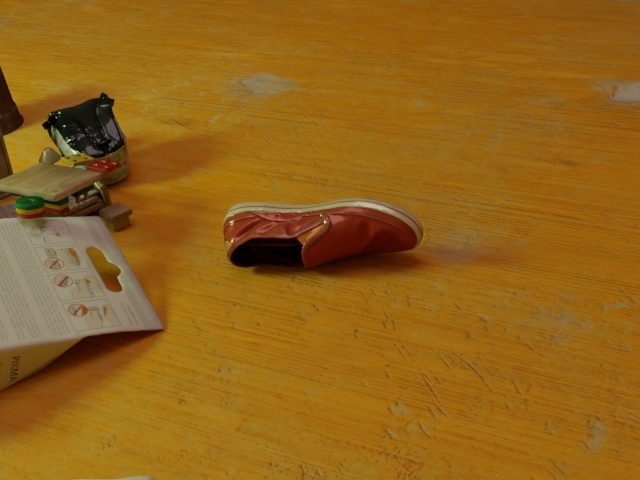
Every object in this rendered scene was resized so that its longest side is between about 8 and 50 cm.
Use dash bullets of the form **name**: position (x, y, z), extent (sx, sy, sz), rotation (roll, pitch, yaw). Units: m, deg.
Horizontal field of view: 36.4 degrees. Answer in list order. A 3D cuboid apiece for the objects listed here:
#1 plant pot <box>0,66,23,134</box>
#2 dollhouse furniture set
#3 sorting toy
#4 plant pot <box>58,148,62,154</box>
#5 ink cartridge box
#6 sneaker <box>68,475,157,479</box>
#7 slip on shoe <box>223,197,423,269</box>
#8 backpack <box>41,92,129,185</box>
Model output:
- **plant pot**: position (-0.781, -0.335, 2.227), extent (0.167, 0.165, 0.167), rotation (-4, 30, 2)
- **dollhouse furniture set**: position (-0.573, -0.101, 1.775), extent (0.303, 0.174, 0.355), rotation (-28, 36, -32)
- **sorting toy**: position (-0.467, -0.091, 1.698), extent (0.132, 0.046, 0.274), rotation (11, 25, 20)
- **plant pot**: position (-0.508, -0.207, 2.052), extent (0.083, 0.083, 0.079), rotation (14, 47, 31)
- **ink cartridge box**: position (-0.476, 0.089, 1.486), extent (0.385, 0.091, 0.308), rotation (-5, 39, -34)
- **sneaker**: position (-0.256, 0.316, 1.109), extent (0.152, 0.058, 0.084), rotation (-4, 21, -10)
- **slip on shoe**: position (0.000, 0.000, 1.571), extent (0.331, 0.123, 0.101), rotation (0, 53, 10)
- **backpack**: position (-0.451, -0.195, 1.945), extent (0.152, 0.115, 0.182), rotation (-28, 52, -17)
